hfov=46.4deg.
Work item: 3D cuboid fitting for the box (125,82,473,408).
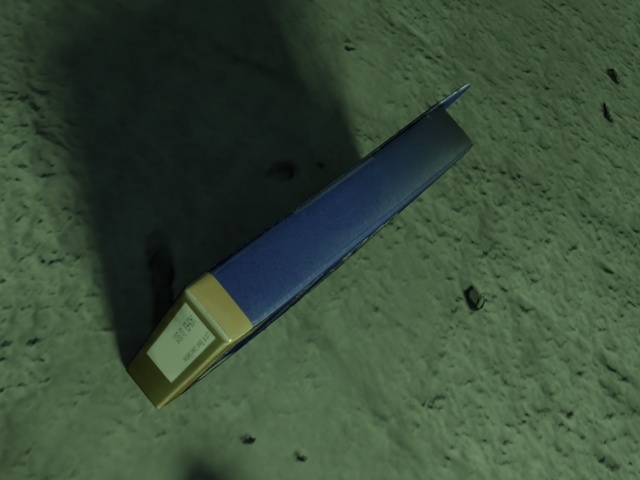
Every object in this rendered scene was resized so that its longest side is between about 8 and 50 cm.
[{"bbox_3d":[0.000,0.000,0.422,0.036,0.136,0.225,49,56,3],"label":"box"}]
